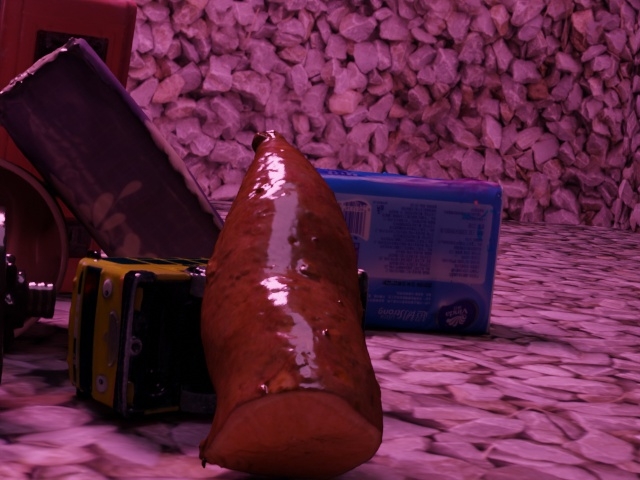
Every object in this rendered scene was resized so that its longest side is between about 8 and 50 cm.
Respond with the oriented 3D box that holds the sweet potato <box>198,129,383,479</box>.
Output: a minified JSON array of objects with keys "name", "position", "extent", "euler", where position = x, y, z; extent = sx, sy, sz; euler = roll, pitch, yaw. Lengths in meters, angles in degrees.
[{"name":"sweet potato","position":[-0.030,0.037,0.881],"extent":[0.131,0.131,0.336],"euler":[4,39,-10]}]

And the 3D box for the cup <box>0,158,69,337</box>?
[{"name":"cup","position":[-0.387,0.017,1.196],"extent":[0.253,0.191,0.200],"euler":[-22,7,-9]}]

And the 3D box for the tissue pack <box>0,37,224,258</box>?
[{"name":"tissue pack","position":[-0.200,-0.047,1.223],"extent":[0.125,0.343,0.242],"euler":[-39,16,-8]}]

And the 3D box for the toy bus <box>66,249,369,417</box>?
[{"name":"toy bus","position":[-0.094,0.079,1.018],"extent":[0.262,0.128,0.150],"euler":[2,6,-42]}]

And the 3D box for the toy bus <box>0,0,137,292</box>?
[{"name":"toy bus","position":[-0.377,-0.143,1.525],"extent":[0.203,0.427,0.233],"euler":[2,18,-30]}]

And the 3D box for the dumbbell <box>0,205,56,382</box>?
[{"name":"dumbbell","position":[-0.352,0.038,0.882],"extent":[0.290,0.192,0.192],"euler":[4,6,-17]}]

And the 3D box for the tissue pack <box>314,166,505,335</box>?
[{"name":"tissue pack","position":[0.085,0.009,1.479],"extent":[0.263,0.198,0.146],"euler":[4,7,-11]}]
